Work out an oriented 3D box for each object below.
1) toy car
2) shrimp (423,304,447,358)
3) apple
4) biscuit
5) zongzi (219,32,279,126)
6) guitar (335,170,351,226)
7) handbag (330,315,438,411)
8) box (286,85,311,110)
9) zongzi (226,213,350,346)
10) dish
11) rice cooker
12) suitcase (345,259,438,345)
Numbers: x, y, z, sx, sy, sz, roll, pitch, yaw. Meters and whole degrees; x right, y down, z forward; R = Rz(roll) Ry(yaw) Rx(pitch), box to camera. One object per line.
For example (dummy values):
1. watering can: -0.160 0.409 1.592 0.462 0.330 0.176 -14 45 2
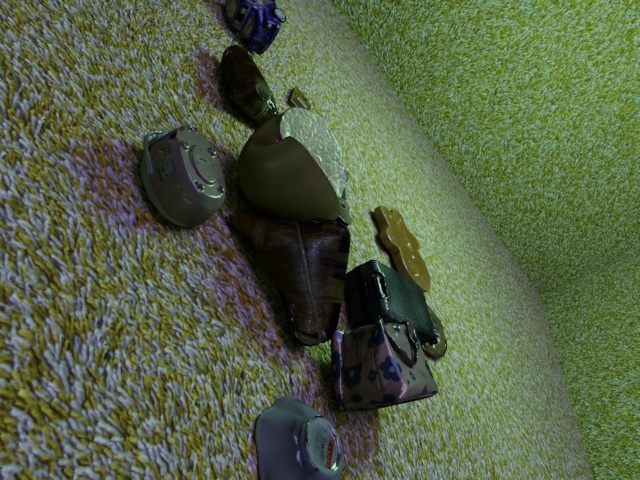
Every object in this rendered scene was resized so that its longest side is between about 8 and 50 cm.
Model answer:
1. toy car: -0.229 -0.756 1.693 0.158 0.172 0.235 3 60 -39
2. shrimp: 0.350 0.290 1.683 0.253 0.058 0.173 50 37 -19
3. apple: -0.073 -0.159 1.241 0.295 0.233 0.258 -91 156 -46
4. biscuit: 0.305 0.034 1.867 0.275 0.052 0.355 3 61 -58
5. zongzi: -0.197 -0.436 1.487 0.241 0.111 0.248 50 16 -56
6. guitar: 0.069 -0.148 1.673 0.084 0.038 0.271 43 33 -29
7. handbag: 0.142 0.286 1.169 0.251 0.190 0.193 18 59 -55
8. box: -0.074 -0.493 1.810 0.090 0.023 0.133 46 29 -25
9. zongzi: -0.088 0.080 1.128 0.134 0.288 0.286 99 0 -85
10. dish: -0.017 0.389 0.931 0.229 0.081 0.229 41 32 -32
11. rice cooker: -0.269 -0.130 0.997 0.145 0.127 0.206 3 68 -59
12. suitcase: 0.204 0.197 1.445 0.312 0.128 0.202 32 37 -41
